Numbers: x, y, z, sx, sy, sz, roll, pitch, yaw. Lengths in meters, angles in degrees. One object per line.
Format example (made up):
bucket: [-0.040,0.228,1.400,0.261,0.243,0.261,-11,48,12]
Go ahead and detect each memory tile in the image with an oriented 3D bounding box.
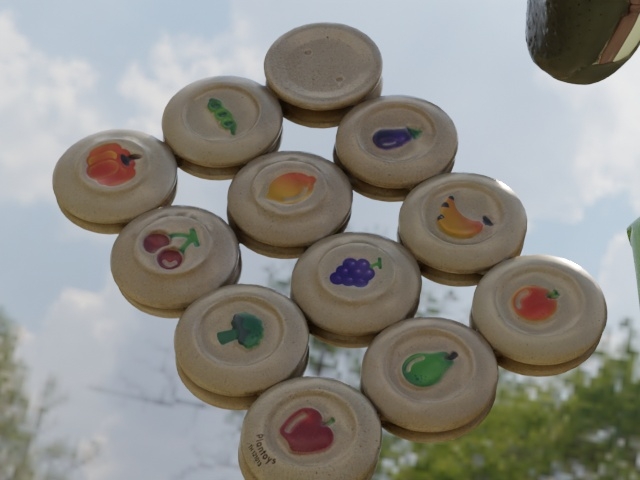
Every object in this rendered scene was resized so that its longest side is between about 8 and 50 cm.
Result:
memory tile: [0.000,0.000,0.479,0.113,0.148,0.012,-27,-36,-18]

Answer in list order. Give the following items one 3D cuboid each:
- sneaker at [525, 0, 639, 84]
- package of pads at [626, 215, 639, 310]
sneaker: [0.092,-0.206,0.803,0.163,0.281,0.106,-4,31,-21]
package of pads: [0.241,0.012,0.571,0.101,0.229,0.296,28,-50,-22]
